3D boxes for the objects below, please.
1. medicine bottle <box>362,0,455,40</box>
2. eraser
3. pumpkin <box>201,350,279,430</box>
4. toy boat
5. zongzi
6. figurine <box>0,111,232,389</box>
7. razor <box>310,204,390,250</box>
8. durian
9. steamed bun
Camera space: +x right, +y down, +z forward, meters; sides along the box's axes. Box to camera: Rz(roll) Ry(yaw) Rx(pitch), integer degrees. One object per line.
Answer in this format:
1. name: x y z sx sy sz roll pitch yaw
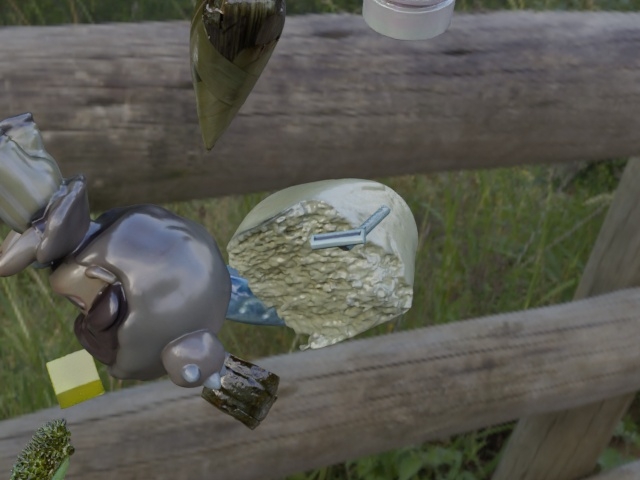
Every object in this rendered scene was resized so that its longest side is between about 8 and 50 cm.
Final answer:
1. medicine bottle: 0.138 -0.432 1.347 0.170 0.293 0.170 2 47 -3
2. eraser: -0.511 0.287 2.019 0.097 0.045 0.122 -18 32 -15
3. pumpkin: -0.149 0.335 2.084 0.126 0.248 0.131 19 79 21
4. toy boat: -0.117 0.132 1.958 0.330 0.123 0.215 11 6 -35
5. zongzi: -0.147 -0.298 1.632 0.154 0.317 0.289 7 6 -10
6. figurine: -0.251 0.013 1.134 0.203 0.380 0.248 -46 19 -5
7. razor: 0.064 -0.018 1.465 0.084 0.036 0.211 -6 10 25
8. durian: -0.534 0.426 1.834 0.095 0.220 0.137 10 30 -42
9. steamed bun: 0.000 0.000 1.659 0.290 0.272 0.273 -10 48 30
